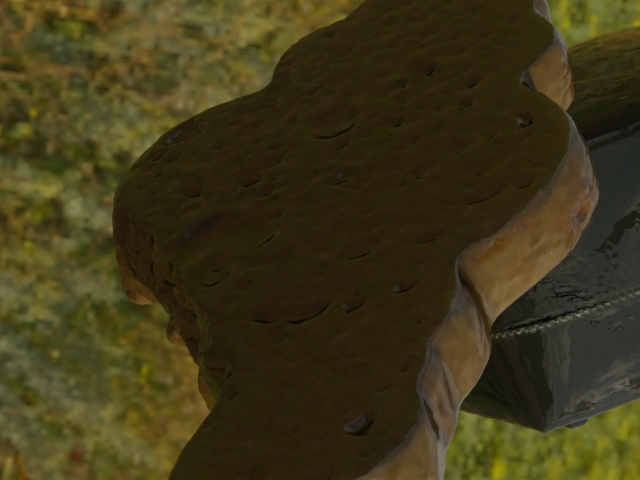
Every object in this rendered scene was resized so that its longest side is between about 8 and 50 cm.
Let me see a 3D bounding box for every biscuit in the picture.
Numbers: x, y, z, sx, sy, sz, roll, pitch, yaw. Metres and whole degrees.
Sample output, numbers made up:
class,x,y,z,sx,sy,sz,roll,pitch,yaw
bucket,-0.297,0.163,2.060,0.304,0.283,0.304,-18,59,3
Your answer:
class,x,y,z,sx,sy,sz,roll,pitch,yaw
biscuit,0.009,0.001,0.607,0.319,0.183,0.047,-87,158,-57

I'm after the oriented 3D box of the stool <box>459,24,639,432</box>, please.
class,x,y,z,sx,sy,sz,roll,pitch,yaw
stool,0.131,-0.012,0.830,0.141,0.232,0.232,68,23,-13
